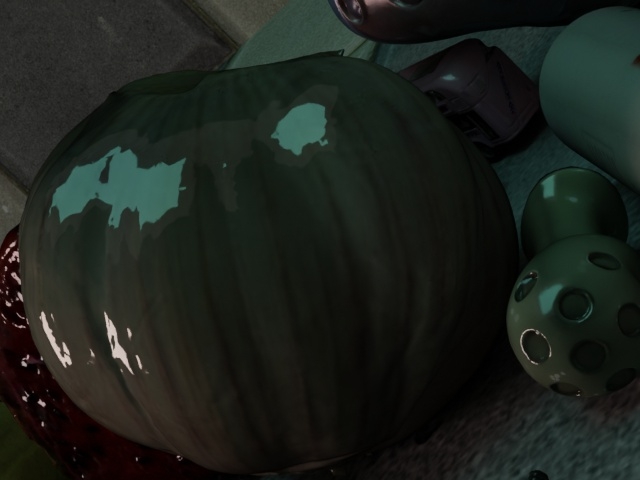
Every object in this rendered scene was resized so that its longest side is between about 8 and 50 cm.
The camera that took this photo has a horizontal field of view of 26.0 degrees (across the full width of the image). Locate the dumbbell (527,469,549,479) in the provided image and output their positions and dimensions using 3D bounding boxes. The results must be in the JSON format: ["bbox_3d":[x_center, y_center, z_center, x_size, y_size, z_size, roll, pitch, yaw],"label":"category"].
[{"bbox_3d":[0.065,0.150,0.555,0.069,0.069,0.147,-31,20,47],"label":"dumbbell"}]

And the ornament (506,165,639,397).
[{"bbox_3d":[0.135,0.023,0.708,0.156,0.081,0.075,-73,-14,-67],"label":"ornament"}]

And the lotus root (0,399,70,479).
[{"bbox_3d":[-0.306,0.225,1.258,0.131,0.146,0.303,-57,-2,24],"label":"lotus root"}]

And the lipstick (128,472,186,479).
[{"bbox_3d":[-0.122,0.240,0.835,0.080,0.080,0.241,-39,15,26],"label":"lipstick"}]

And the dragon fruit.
[{"bbox_3d":[-0.073,0.071,1.082,0.330,0.240,0.302,-30,-26,-34],"label":"dragon fruit"}]

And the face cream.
[{"bbox_3d":[0.195,-0.057,0.689,0.102,0.102,0.345,-45,14,5],"label":"face cream"}]

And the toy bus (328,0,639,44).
[{"bbox_3d":[0.151,-0.249,1.050,0.294,0.197,0.232,-8,16,-19],"label":"toy bus"}]

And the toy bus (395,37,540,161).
[{"bbox_3d":[0.099,-0.105,1.135,0.063,0.090,0.203,-52,14,-21],"label":"toy bus"}]

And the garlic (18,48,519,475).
[{"bbox_3d":[-0.033,0.021,0.829,0.317,0.259,0.317,-9,15,3],"label":"garlic"}]
